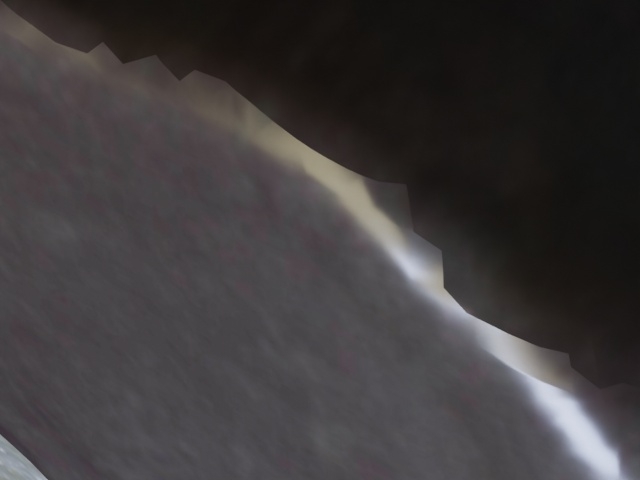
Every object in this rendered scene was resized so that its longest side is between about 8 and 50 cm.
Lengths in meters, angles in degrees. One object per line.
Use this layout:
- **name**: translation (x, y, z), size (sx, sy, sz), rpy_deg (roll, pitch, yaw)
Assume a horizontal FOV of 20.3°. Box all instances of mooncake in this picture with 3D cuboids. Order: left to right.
- **mooncake**: translation (0.000, 0.000, 0.545), size (0.306, 0.154, 0.306), rpy_deg (25, 144, 20)
